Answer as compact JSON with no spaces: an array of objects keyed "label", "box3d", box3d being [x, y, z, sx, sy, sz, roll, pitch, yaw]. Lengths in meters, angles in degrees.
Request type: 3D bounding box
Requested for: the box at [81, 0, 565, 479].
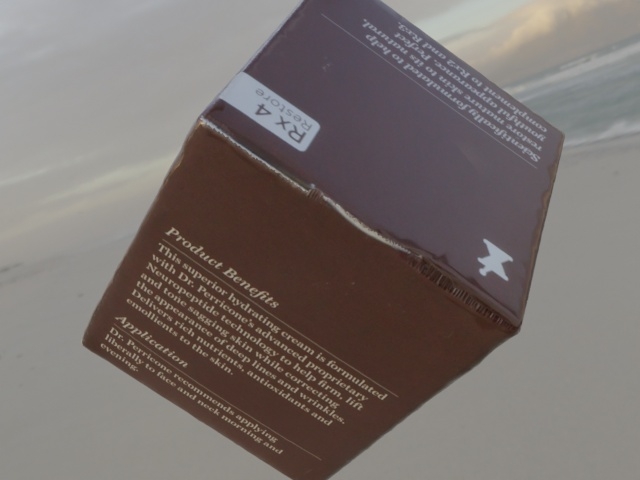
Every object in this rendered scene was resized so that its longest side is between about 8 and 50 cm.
[{"label":"box","box3d":[0.000,0.000,0.472,0.203,0.168,0.167,-50,8,43]}]
